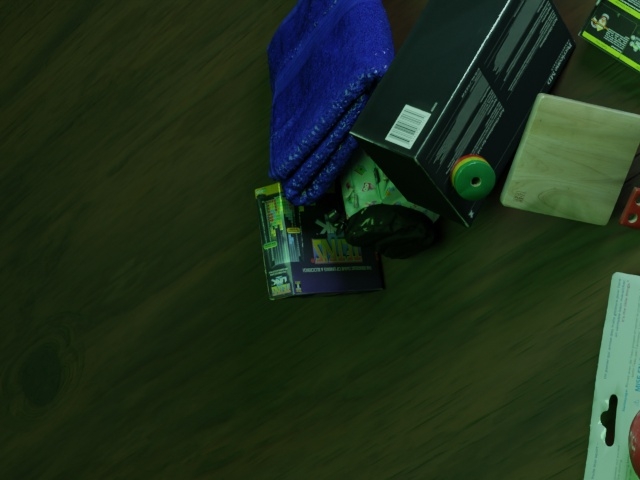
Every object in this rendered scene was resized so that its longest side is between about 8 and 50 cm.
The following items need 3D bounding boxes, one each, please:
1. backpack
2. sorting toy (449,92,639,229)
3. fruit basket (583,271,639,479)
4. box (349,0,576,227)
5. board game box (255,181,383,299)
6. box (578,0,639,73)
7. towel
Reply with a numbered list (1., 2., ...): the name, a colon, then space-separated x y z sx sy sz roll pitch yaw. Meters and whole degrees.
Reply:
1. backpack: 0.083 -0.080 1.772 0.115 0.152 0.182 -16 68 28
2. sorting toy: 0.284 -0.093 1.588 0.046 0.274 0.132 -115 38 -62
3. fruit basket: 0.442 0.219 1.521 0.353 0.165 0.327 11 95 51
4. box: 0.167 -0.175 1.624 0.103 0.184 0.261 25 79 35
5. board game box: 0.000 0.000 1.797 0.048 0.170 0.141 -16 81 42
6. box: 0.412 -0.261 1.591 0.190 0.045 0.184 38 112 29
7. towel: 0.002 -0.212 1.752 0.228 0.076 0.308 -55 25 32
